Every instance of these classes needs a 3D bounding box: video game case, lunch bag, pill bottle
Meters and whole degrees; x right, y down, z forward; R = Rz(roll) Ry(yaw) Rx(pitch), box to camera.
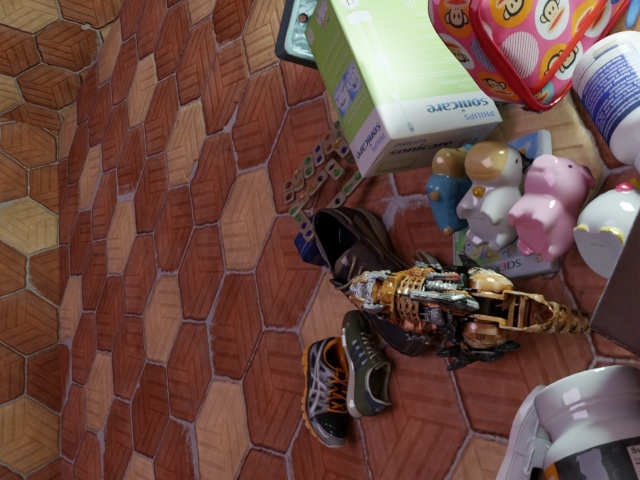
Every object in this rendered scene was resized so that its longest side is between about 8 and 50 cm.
[{"bbox_3d":[0.274,-0.041,1.191,0.193,0.023,0.213,-20,64,52],"label":"video game case"},{"bbox_3d":[0.000,0.000,1.550,0.098,0.067,0.065,-57,39,27],"label":"lunch bag"},{"bbox_3d":[0.341,0.292,0.863,0.162,0.162,0.279,-43,47,41],"label":"pill bottle"},{"bbox_3d":[0.299,-0.324,1.030,0.293,0.258,0.120,-54,37,-6],"label":"lunch bag"},{"bbox_3d":[0.398,-0.157,0.962,0.112,0.112,0.187,-48,43,37],"label":"pill bottle"}]

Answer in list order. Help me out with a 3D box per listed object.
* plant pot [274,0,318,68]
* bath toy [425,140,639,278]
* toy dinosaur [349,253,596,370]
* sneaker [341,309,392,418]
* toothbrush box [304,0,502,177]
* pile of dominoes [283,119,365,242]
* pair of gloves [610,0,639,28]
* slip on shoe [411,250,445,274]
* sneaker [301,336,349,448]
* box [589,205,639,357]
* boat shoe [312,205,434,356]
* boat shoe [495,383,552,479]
[{"bbox_3d":[0.039,-0.426,1.476,0.252,0.247,0.248,-163,85,-71],"label":"plant pot"},{"bbox_3d":[0.300,-0.055,1.045,0.348,0.129,0.151,21,139,51],"label":"bath toy"},{"bbox_3d":[0.206,0.101,1.046,0.321,0.218,0.164,28,87,15],"label":"toy dinosaur"},{"bbox_3d":[0.089,0.210,1.363,0.086,0.064,0.192,-21,63,44],"label":"sneaker"},{"bbox_3d":[0.125,-0.262,1.236,0.283,0.206,0.122,68,153,19],"label":"toothbrush box"},{"bbox_3d":[0.010,-0.144,1.539,0.251,0.040,0.196,-49,39,11],"label":"pile of dominoes"},{"bbox_3d":[0.458,-0.336,0.946,0.198,0.023,0.159,7,93,33],"label":"pair of gloves"},{"bbox_3d":[0.192,0.071,1.264,0.051,0.041,0.135,-58,39,27],"label":"slip on shoe"},{"bbox_3d":[0.017,0.273,1.430,0.083,0.084,0.215,-39,49,38],"label":"sneaker"},{"bbox_3d":[0.428,0.067,0.795,0.203,0.168,0.167,35,110,54],"label":"box"},{"bbox_3d":[0.075,0.066,1.358,0.132,0.130,0.355,-62,37,24],"label":"boat shoe"},{"bbox_3d":[0.285,0.286,1.044,0.063,0.066,0.184,25,99,42],"label":"boat shoe"}]
